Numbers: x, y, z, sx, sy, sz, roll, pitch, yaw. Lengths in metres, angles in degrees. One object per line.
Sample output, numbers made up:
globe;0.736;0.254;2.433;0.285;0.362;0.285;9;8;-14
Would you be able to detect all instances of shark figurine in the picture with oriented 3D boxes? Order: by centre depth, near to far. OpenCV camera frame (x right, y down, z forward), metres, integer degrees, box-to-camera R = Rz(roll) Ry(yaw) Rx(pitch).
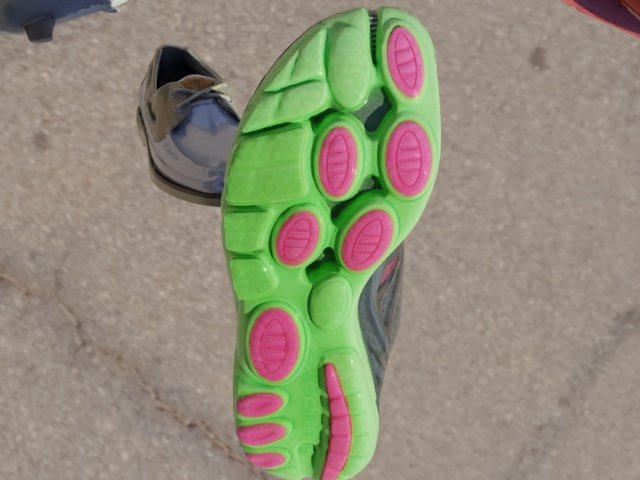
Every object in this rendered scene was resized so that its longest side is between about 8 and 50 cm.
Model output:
shark figurine;-0.265;-0.307;1.409;0.278;0.166;0.116;-23;115;-13

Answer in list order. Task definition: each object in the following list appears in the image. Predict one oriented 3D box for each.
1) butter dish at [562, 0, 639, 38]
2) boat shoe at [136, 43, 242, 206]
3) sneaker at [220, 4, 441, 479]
butter dish;0.208;-0.117;0.532;0.159;0.118;0.160;11;133;-41
boat shoe;-0.142;-0.131;1.386;0.113;0.302;0.103;-7;118;-24
sneaker;0.000;0.000;1.170;0.185;0.202;0.483;10;121;-1
